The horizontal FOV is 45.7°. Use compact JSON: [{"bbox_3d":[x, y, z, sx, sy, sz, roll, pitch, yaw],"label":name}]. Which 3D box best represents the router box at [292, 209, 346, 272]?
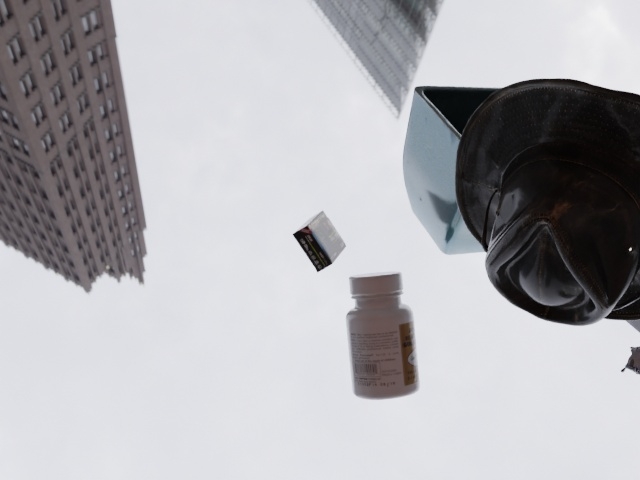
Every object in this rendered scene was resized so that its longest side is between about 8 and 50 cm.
[{"bbox_3d":[0.000,0.000,1.530,0.092,0.038,0.122,57,-157,-7],"label":"router box"}]

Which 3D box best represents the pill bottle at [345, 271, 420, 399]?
[{"bbox_3d":[0.115,0.178,1.449,0.131,0.131,0.229,-6,-89,-11],"label":"pill bottle"}]

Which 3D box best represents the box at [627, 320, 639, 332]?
[{"bbox_3d":[0.418,0.071,0.942,0.162,0.116,0.029,37,-124,-22],"label":"box"}]

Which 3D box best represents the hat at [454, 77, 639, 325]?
[{"bbox_3d":[0.253,-0.003,0.811,0.331,0.331,0.134,37,-122,10],"label":"hat"}]

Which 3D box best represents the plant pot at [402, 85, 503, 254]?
[{"bbox_3d":[0.294,-0.114,1.406,0.247,0.252,0.248,-5,-138,-24],"label":"plant pot"}]

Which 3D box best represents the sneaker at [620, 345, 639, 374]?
[{"bbox_3d":[0.548,0.226,1.297,0.069,0.038,0.098,-14,-126,34],"label":"sneaker"}]
